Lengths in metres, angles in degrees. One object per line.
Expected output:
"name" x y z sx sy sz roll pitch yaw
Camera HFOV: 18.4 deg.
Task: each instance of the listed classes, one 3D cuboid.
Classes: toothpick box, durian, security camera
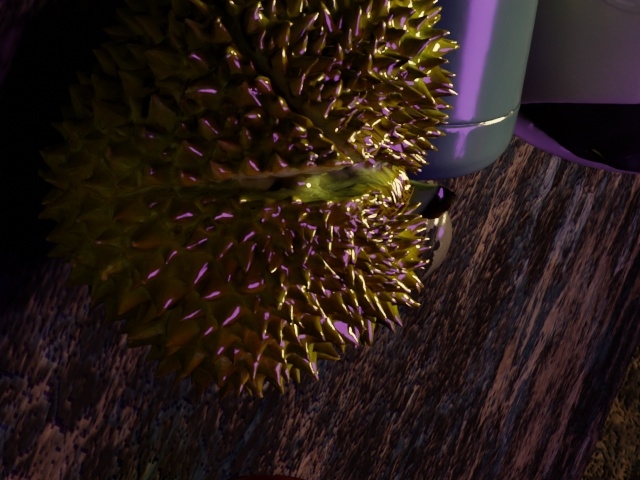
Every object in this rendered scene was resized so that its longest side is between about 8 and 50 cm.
"toothpick box" 0.042 -0.130 0.865 0.120 0.120 0.184 -39 144 -60
"durian" -0.025 -0.039 0.731 0.198 0.146 0.159 -70 168 -51
"security camera" 0.149 -0.129 1.000 0.194 0.236 0.195 20 90 -76

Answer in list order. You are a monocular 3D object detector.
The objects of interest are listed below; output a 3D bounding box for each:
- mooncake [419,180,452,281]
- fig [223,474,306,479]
"mooncake" -0.010 -0.008 0.986 0.347 0.057 0.150 -23 146 -59
"fig" -0.034 0.234 0.962 0.235 0.214 0.235 -25 131 -31
